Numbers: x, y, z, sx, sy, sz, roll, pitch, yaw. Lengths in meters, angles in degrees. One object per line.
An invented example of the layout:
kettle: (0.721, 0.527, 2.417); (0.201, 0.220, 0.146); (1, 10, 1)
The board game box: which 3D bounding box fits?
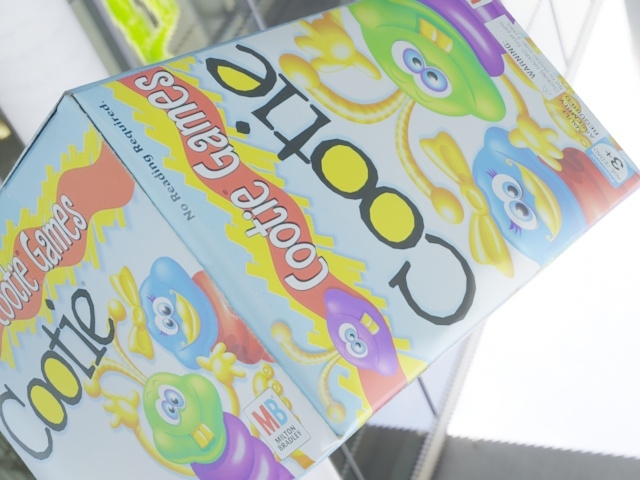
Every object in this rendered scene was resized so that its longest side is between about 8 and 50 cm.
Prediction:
board game box: (0.000, 0.000, 0.511); (0.144, 0.142, 0.275); (-44, 171, 39)
